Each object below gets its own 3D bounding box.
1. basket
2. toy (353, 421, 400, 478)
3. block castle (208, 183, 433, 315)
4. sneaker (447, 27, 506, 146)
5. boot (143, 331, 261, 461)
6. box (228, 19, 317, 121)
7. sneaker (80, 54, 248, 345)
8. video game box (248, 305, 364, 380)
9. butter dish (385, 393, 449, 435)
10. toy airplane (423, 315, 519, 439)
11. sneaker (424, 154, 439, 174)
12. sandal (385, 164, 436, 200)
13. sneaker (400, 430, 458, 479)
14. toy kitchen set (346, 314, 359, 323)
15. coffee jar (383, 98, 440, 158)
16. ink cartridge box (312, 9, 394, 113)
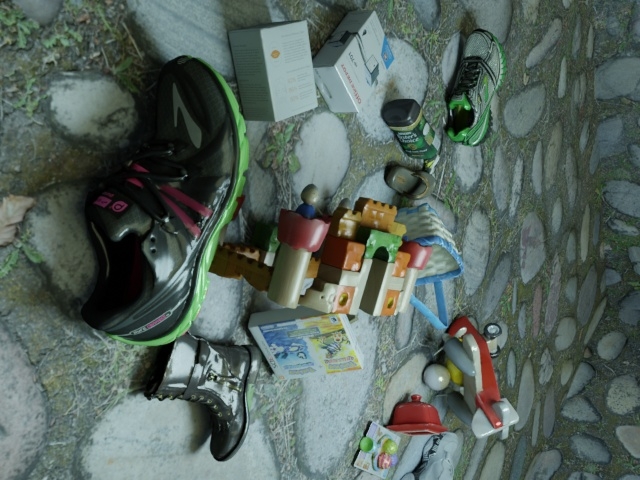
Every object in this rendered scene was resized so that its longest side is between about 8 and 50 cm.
[{"bbox_3d":[0.274,0.070,1.565,0.255,0.201,0.289,45,34,-45],"label":"basket"},{"bbox_3d":[0.192,0.641,1.752,0.237,0.056,0.137,44,66,-47],"label":"toy"},{"bbox_3d":[0.000,0.000,1.163,0.453,0.303,0.213,12,96,-51],"label":"block castle"},{"bbox_3d":[0.457,-0.452,1.735,0.146,0.134,0.343,-11,108,-48],"label":"sneaker"},{"bbox_3d":[-0.239,0.297,1.129,0.229,0.091,0.263,18,81,-46],"label":"boot"},{"bbox_3d":[-0.089,-0.330,1.132,0.130,0.091,0.170,-31,122,-42],"label":"box"},{"bbox_3d":[-0.254,-0.065,0.926,0.202,0.185,0.483,12,89,-55],"label":"sneaker"},{"bbox_3d":[-0.029,0.220,1.264,0.048,0.205,0.187,-83,156,-49],"label":"video game box"},{"bbox_3d":[0.298,0.538,1.806,0.160,0.160,0.118,33,51,-50],"label":"butter dish"},{"bbox_3d":[0.473,0.459,1.881,0.384,0.272,0.386,-11,95,-82],"label":"toy airplane"},{"bbox_3d":[0.315,-0.221,1.709,0.035,0.031,0.083,30,83,-20],"label":"sneaker"},{"bbox_3d":[0.264,-0.158,1.619,0.219,0.060,0.090,15,100,-51],"label":"sandal"},{"bbox_3d":[0.419,0.801,1.947,0.366,0.210,0.137,-34,125,-41],"label":"sneaker"},{"bbox_3d":[0.063,0.194,1.476,0.075,0.083,0.068,31,33,-50],"label":"toy kitchen set"},{"bbox_3d":[0.241,-0.295,1.541,0.184,0.096,0.079,43,63,-46],"label":"coffee jar"},{"bbox_3d":[0.074,-0.403,1.321,0.191,0.082,0.139,-59,138,-24],"label":"ink cartridge box"}]
